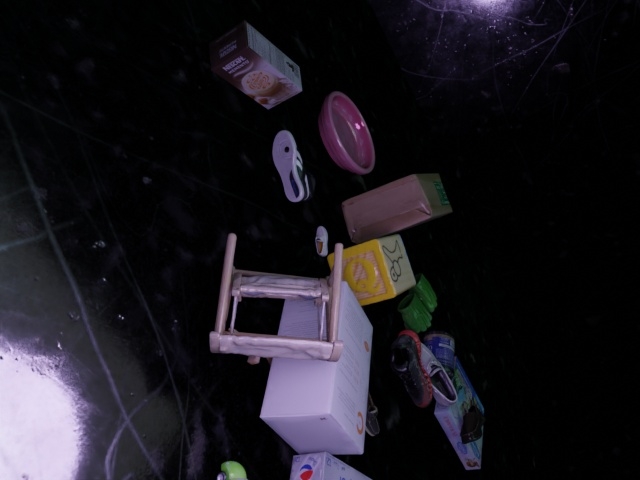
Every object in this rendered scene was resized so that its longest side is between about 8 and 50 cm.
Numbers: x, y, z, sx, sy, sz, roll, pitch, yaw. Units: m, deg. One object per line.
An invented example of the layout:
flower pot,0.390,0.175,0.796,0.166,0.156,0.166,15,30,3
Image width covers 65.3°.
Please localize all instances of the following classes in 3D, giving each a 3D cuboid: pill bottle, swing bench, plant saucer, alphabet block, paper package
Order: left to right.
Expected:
swing bench,-0.088,0.139,1.064,0.165,0.253,0.254,104,-10,-55
plant saucer,0.094,-0.400,1.908,0.332,0.084,0.332,36,44,-45
alphabet block,0.168,0.098,1.616,0.197,0.193,0.192,-9,79,-60
paper package,0.288,-0.121,1.831,0.325,0.310,0.168,-13,84,-62
pill bottle,0.454,0.471,1.930,0.123,0.123,0.219,45,43,-37

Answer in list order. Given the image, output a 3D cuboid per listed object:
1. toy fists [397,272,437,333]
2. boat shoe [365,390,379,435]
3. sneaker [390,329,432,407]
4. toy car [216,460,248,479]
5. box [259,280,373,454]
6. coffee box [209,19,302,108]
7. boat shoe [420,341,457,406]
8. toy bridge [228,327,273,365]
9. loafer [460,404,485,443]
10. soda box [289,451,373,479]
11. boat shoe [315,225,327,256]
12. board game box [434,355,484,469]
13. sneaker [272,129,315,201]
toy fists,0.389,0.258,1.992,0.142,0.096,0.279,52,34,-10
boat shoe,0.143,0.504,1.469,0.152,0.049,0.056,66,29,-8
sneaker,0.308,0.456,1.732,0.135,0.098,0.276,-14,89,-52
toy car,-0.161,0.534,0.937,0.239,0.053,0.225,32,47,-48
box,0.007,0.305,1.209,0.345,0.168,0.215,-80,150,-43
coffee box,-0.184,-0.498,1.446,0.246,0.141,0.098,23,54,-51
boat shoe,0.400,0.471,1.801,0.267,0.096,0.088,62,-16,20
toy bridge,-0.150,0.255,1.155,0.188,0.026,0.063,49,35,-32
loafer,0.572,0.703,1.918,0.078,0.080,0.220,62,25,5
soda box,0.047,0.602,1.199,0.286,0.098,0.091,46,36,-36
boat shoe,0.000,0.000,1.557,0.035,0.035,0.100,25,59,-55
board game box,0.581,0.705,2.063,0.318,0.066,0.318,59,31,-18
sneaker,-0.076,-0.225,1.532,0.121,0.079,0.216,-13,92,-64
